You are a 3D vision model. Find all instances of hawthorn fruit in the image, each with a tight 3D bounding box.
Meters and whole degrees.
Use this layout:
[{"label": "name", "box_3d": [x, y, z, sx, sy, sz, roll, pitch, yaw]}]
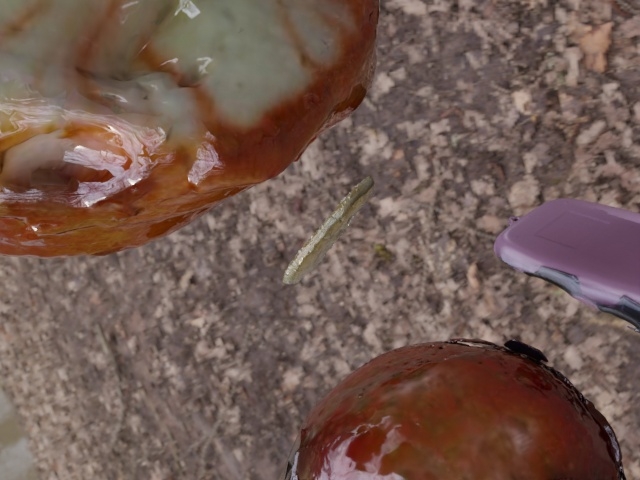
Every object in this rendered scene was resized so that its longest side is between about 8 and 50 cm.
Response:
[{"label": "hawthorn fruit", "box_3d": [0.105, 0.230, 0.846, 0.316, 0.316, 0.316, 10, 108, 35]}]

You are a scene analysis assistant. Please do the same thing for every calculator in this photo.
[{"label": "calculator", "box_3d": [0.338, 0.018, 1.069, 0.294, 0.194, 0.043, 25, 130, 36]}]

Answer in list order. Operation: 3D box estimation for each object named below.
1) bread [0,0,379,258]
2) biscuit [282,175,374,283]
[{"label": "bread", "box_3d": [-0.134, -0.146, 0.384, 0.114, 0.327, 0.295, 136, 139, -63]}, {"label": "biscuit", "box_3d": [0.001, 0.001, 1.853, 0.038, 0.141, 0.290, 42, 121, 7]}]
